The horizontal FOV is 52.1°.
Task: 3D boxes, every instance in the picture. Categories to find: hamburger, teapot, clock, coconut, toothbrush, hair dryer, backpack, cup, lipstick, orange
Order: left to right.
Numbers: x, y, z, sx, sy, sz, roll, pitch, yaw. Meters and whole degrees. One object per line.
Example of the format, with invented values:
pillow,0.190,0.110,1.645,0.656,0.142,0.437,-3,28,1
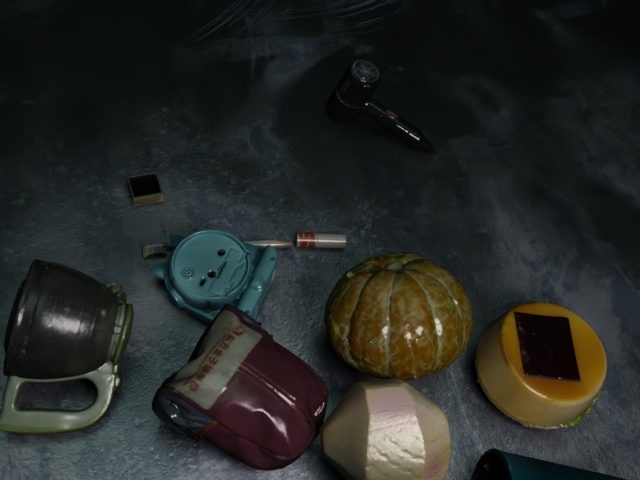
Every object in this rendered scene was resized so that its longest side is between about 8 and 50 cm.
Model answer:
teapot,-0.508,0.208,1.324,0.239,0.239,0.321,14,46,-17
teapot,-0.461,0.126,1.482,0.057,0.083,0.067,7,55,0
clock,-0.253,0.075,1.537,0.274,0.094,0.223,22,60,1
toothbrush,-0.253,0.016,1.638,0.375,0.028,0.037,-3,61,-13
backpack,-0.143,0.317,1.340,0.317,0.197,0.283,34,54,0
lipstick,0.000,0.000,1.694,0.131,0.038,0.038,2,54,-10
coconut,0.121,0.397,1.300,0.259,0.259,0.259,6,53,-7
hair dryer,0.204,-0.377,1.945,0.352,0.189,0.107,32,55,-5
orange,0.169,0.164,1.443,0.329,0.249,0.329,-9,15,2
hamburger,0.501,0.288,1.499,0.300,0.176,0.300,5,55,-7
cup,0.455,0.572,1.239,0.292,0.242,0.308,11,42,-6

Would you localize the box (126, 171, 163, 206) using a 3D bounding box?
box,-0.456,-0.135,1.703,0.079,0.035,0.083,-13,59,-20
